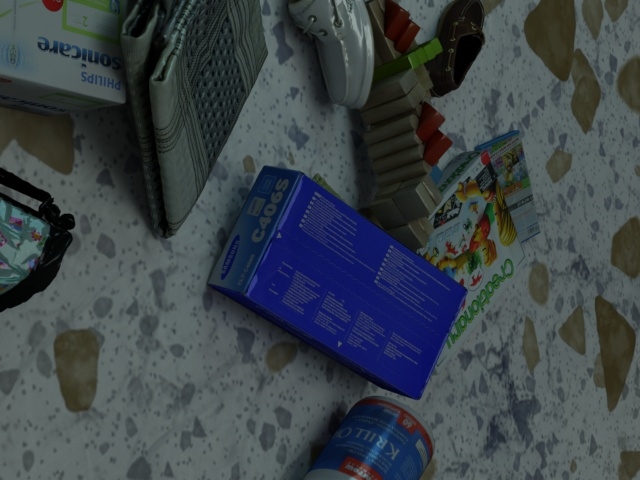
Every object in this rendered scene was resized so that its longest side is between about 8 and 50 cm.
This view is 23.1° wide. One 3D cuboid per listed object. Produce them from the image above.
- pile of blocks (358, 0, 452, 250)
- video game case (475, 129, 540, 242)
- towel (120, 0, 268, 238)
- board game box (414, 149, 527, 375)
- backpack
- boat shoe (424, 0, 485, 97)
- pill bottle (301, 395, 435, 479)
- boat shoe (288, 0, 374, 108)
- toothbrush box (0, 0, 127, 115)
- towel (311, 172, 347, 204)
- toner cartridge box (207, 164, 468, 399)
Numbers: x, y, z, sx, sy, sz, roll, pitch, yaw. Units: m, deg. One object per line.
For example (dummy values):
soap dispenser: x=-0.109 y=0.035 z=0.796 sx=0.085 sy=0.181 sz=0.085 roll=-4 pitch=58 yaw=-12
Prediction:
pile of blocks: x=0.130 y=-0.170 z=2.082 sx=0.149 sy=0.112 sz=0.362 roll=0 pitch=77 yaw=-48
video game case: x=0.287 y=-0.076 z=2.394 sx=0.119 sy=0.015 sz=0.166 roll=-25 pitch=105 yaw=-50
towel: x=-0.124 y=-0.211 z=1.735 sx=0.324 sy=0.056 sz=0.312 roll=86 pitch=23 yaw=-52
board game box: x=0.181 y=0.027 z=2.213 sx=0.305 sy=0.053 sz=0.193 roll=-46 pitch=121 yaw=-44
backpack: x=-0.345 y=-0.007 z=1.474 sx=0.182 sy=0.152 sz=0.115 roll=33 pitch=51 yaw=-32
boat shoe: x=0.203 y=-0.280 z=2.264 sx=0.073 sy=0.073 sz=0.207 roll=53 pitch=46 yaw=-32
pill bottle: x=0.045 y=0.307 z=1.946 sx=0.221 sy=0.124 sz=0.124 roll=-53 pitch=125 yaw=-42
boat shoe: x=0.001 y=-0.300 z=2.002 sx=0.096 sy=0.098 sz=0.277 roll=-13 pitch=100 yaw=-29
toothbrush box: x=-0.305 y=-0.284 z=1.574 sx=0.206 sy=0.122 sz=0.283 roll=10 pitch=79 yaw=-51
towel: x=0.000 y=0.000 z=2.006 sx=0.110 sy=0.027 sz=0.148 roll=47 pitch=51 yaw=-39
toner cartridge box: x=0.030 y=0.058 z=1.949 sx=0.348 sy=0.075 sz=0.165 roll=35 pitch=75 yaw=-40
